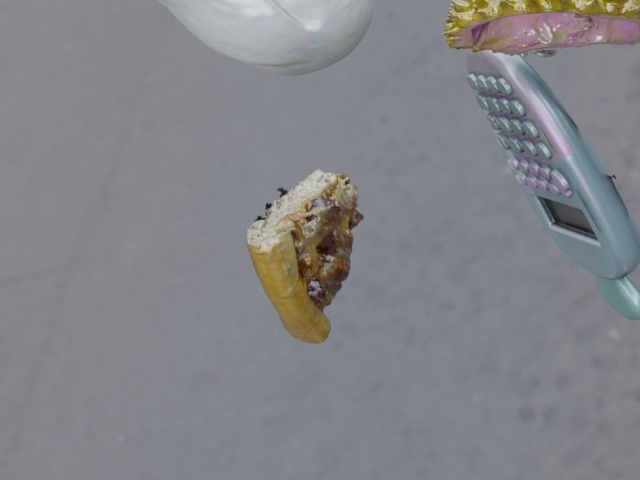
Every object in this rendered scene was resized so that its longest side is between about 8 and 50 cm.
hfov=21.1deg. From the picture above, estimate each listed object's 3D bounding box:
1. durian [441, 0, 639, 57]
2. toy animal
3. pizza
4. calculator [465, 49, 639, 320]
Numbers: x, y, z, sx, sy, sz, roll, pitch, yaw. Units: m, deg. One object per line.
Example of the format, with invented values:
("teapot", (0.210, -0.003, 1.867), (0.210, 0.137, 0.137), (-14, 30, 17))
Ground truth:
("durian", (0.206, -0.204, 1.427), (0.182, 0.132, 0.165), (19, 37, 3))
("toy animal", (-0.092, -0.259, 1.494), (0.289, 0.249, 0.174), (51, 124, 40))
("pizza", (0.001, -0.001, 1.684), (0.069, 0.154, 0.194), (-3, 43, 30))
("calculator", (0.221, -0.057, 1.582), (0.041, 0.299, 0.185), (-34, 12, -7))
